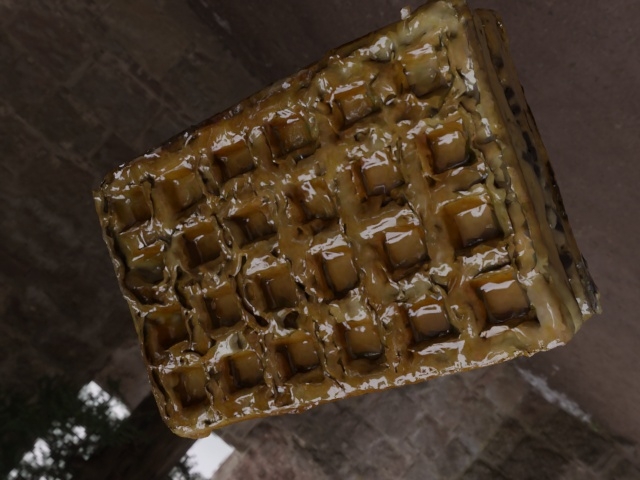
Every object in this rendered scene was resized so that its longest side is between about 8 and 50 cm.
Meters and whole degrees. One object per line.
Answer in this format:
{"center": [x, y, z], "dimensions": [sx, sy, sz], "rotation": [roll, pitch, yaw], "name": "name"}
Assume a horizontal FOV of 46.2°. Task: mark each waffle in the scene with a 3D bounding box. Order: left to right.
{"center": [-0.001, 0.000, 0.503], "dimensions": [0.091, 0.308, 0.212], "rotation": [-10, -99, -60], "name": "waffle"}
